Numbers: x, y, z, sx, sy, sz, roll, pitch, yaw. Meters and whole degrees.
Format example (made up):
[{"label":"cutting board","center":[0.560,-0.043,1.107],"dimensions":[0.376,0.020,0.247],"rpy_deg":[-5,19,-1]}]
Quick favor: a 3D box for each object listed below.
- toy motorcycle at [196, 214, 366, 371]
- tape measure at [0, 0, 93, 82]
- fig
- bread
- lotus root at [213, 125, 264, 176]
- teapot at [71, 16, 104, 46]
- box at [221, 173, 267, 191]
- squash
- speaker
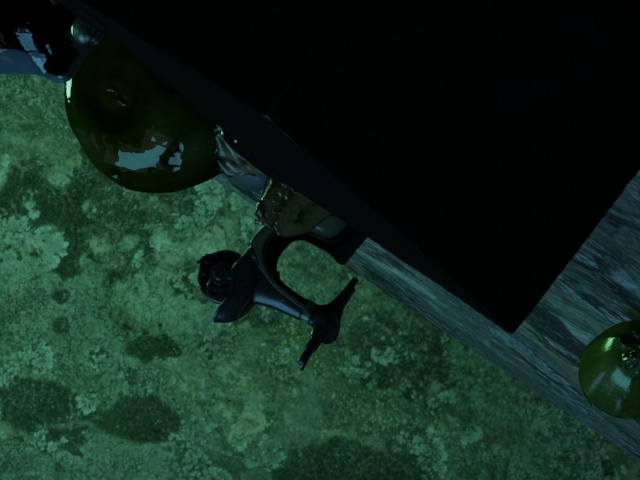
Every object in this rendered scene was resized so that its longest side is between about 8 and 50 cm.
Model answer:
[{"label":"toy motorcycle","center":[0.000,0.000,1.913],"dimensions":[0.157,0.263,0.091],"rpy_deg":[41,177,16]},{"label":"tape measure","center":[-0.276,-0.240,1.872],"dimensions":[0.182,0.181,0.107],"rpy_deg":[10,142,41]},{"label":"fig","center":[-0.125,-0.143,1.977],"dimensions":[0.206,0.206,0.275],"rpy_deg":[33,-163,26]},{"label":"bread","center":[0.013,-0.098,1.726],"dimensions":[0.119,0.192,0.067],"rpy_deg":[-18,132,36]},{"label":"lotus root","center":[-0.024,-0.122,1.646],"dimensions":[0.095,0.135,0.159],"rpy_deg":[33,162,9]},{"label":"teapot","center":[-0.146,-0.214,1.439],"dimensions":[0.239,0.149,0.162],"rpy_deg":[38,176,-41]},{"label":"box","center":[-0.142,-0.163,2.223],"dimensions":[0.336,0.106,0.264],"rpy_deg":[36,176,-3]},{"label":"squash","center":[0.320,0.114,1.944],"dimensions":[0.105,0.105,0.132],"rpy_deg":[34,160,13]},{"label":"speaker","center":[0.024,-0.116,1.011],"dimensions":[0.232,0.184,0.254],"rpy_deg":[39,177,-42]}]
